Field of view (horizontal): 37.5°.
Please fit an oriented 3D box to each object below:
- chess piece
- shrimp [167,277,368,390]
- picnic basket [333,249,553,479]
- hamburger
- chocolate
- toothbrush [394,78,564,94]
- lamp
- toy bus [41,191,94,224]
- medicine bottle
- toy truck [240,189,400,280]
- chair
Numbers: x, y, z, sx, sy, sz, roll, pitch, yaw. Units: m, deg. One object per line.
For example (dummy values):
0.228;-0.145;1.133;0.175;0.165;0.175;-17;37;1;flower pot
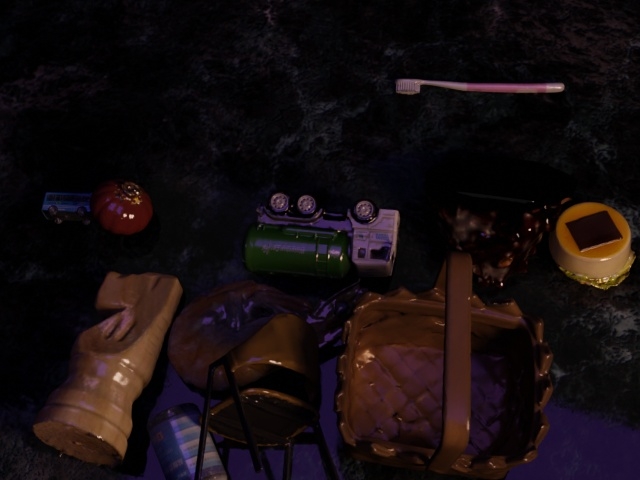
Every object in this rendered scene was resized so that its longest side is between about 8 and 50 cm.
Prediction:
-0.303;0.173;1.401;0.137;0.137;0.300;14;56;8;chess piece
-0.082;0.119;1.431;0.317;0.077;0.168;-23;66;-5;shrimp
0.166;0.184;1.268;0.291;0.321;0.254;6;64;2;picnic basket
0.420;0.010;1.456;0.127;0.081;0.141;-31;58;-13;hamburger
0.269;-0.020;1.463;0.224;0.177;0.206;10;23;20;chocolate
0.270;-0.260;1.605;0.287;0.020;0.025;1;76;3;toothbrush
-0.317;-0.053;1.499;0.101;0.090;0.101;20;37;-16;lamp
-0.405;-0.054;1.530;0.083;0.038;0.046;2;64;2;toy bus
-0.175;0.336;1.337;0.083;0.083;0.203;-25;70;-8;medicine bottle
0.000;0.000;1.464;0.243;0.101;0.125;4;72;6;toy truck
-0.073;0.247;1.314;0.172;0.159;0.246;-39;42;31;chair
